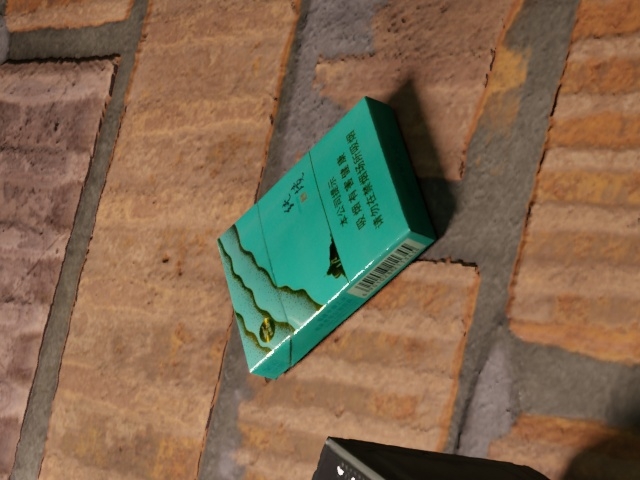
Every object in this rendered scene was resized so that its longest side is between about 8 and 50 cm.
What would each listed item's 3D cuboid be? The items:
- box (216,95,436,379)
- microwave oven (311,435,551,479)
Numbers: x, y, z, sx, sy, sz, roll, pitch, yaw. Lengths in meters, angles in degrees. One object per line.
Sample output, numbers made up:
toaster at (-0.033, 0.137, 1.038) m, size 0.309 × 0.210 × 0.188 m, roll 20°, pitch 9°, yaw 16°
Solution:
box at (0.000, 0.000, 1.613) m, size 0.226 × 0.042 × 0.161 m, roll -42°, pitch 45°, yaw 31°
microwave oven at (0.068, 0.308, 1.253) m, size 0.181 × 0.237 × 0.295 m, roll 31°, pitch 104°, yaw 52°
